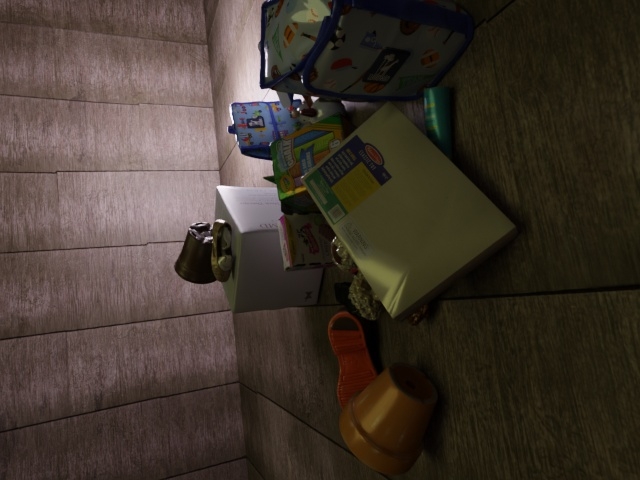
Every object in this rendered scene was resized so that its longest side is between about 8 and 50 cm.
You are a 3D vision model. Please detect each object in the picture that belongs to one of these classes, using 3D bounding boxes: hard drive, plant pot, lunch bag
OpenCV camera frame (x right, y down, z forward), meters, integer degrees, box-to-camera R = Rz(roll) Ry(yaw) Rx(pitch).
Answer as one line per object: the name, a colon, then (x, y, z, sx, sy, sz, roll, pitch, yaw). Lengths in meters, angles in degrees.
hard drive: (-0.141, -0.611, 1.482, 0.319, 0.040, 0.210, -90, -20, -55)
plant pot: (0.175, 0.401, 1.012, 0.188, 0.205, 0.205, -65, 34, 21)
lunch bag: (0.076, -0.423, 0.922, 0.385, 0.327, 0.239, 17, 108, 61)
plant pot: (-0.412, 0.037, 1.493, 0.167, 0.167, 0.165, 59, 137, 45)
lunch bag: (-0.198, -0.403, 1.576, 0.138, 0.293, 0.221, 125, 135, -55)

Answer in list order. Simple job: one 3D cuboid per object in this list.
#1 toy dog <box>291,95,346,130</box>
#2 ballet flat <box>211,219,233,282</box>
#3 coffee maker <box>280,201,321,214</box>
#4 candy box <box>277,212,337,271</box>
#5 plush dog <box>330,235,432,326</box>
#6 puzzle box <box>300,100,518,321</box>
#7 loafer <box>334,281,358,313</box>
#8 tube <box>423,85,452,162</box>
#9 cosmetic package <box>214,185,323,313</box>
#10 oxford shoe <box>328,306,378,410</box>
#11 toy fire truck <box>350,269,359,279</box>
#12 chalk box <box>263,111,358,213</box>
toy dog: (-0.028, -0.396, 1.359, 0.333, 0.161, 0.220, 165, 101, -65)
ballet flat: (-0.315, 0.034, 1.386, 0.067, 0.073, 0.206, -4, 92, 49)
coffee maker: (-0.049, -0.146, 1.380, 0.120, 0.178, 0.171, -8, 113, 31)
candy box: (0.000, 0.000, 1.267, 0.071, 0.233, 0.159, 143, 120, -62)
plush dog: (0.179, 0.071, 1.001, 0.225, 0.210, 0.262, 28, 148, 47)
puzzle box: (0.153, -0.077, 0.878, 0.272, 0.052, 0.409, -40, 56, 12)
loafer: (0.099, 0.152, 1.233, 0.220, 0.078, 0.080, -158, 59, -76)
tube: (0.252, -0.217, 0.911, 0.080, 0.052, 0.207, -153, 56, -72)
cosmetic package: (-0.204, 0.018, 1.609, 0.394, 0.329, 0.327, -130, 44, -52)
oxford shoe: (0.111, 0.372, 1.263, 0.133, 0.130, 0.364, -39, -59, -79)
toy fire truck: (0.118, 0.013, 1.196, 0.135, 0.047, 0.192, -30, 86, 28)
chalk box: (-0.018, -0.192, 1.184, 0.289, 0.180, 0.179, -18, 74, 26)
